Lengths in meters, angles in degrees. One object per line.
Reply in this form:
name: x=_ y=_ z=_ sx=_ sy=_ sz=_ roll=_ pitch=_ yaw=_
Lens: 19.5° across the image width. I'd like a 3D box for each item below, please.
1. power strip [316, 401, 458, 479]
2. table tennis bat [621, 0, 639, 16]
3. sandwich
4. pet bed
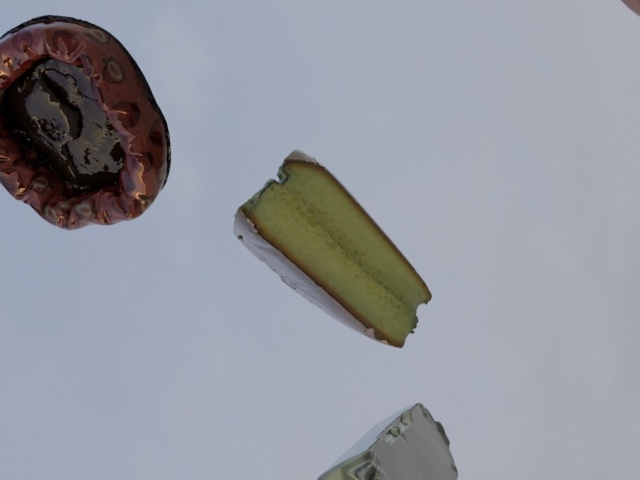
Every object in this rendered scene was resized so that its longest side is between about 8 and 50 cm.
power strip: x=0.056 y=0.172 z=1.360 sx=0.080 sy=0.048 sz=0.286 roll=63 pitch=-167 yaw=0
table tennis bat: x=0.237 y=-0.247 z=1.288 sx=0.310 sy=0.038 sz=0.200 roll=-8 pitch=-95 yaw=-59
sandwich: x=0.000 y=0.000 z=1.596 sx=0.090 sy=0.088 sz=0.244 roll=-54 pitch=-48 yaw=-8
pet bed: x=-0.214 y=-0.096 z=1.573 sx=0.053 sy=0.201 sz=0.201 roll=-52 pitch=-53 yaw=-45
